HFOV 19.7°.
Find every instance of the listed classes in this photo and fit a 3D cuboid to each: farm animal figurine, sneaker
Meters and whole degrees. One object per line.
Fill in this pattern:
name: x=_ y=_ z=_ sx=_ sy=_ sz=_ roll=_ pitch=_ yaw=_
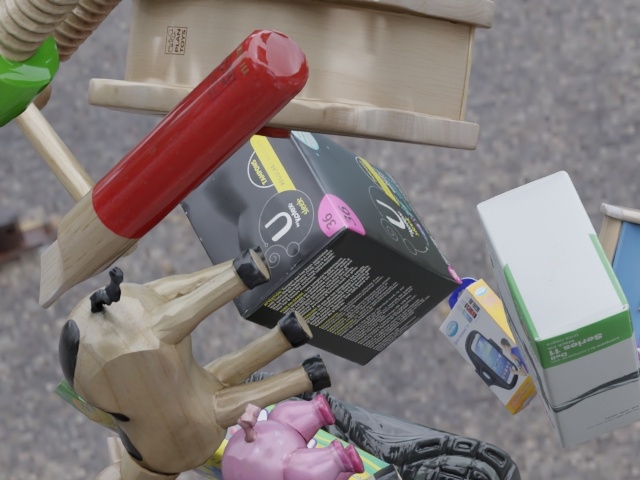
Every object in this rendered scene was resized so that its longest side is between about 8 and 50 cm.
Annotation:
farm animal figurine: x=-0.028 y=0.189 z=0.959 sx=0.172 sy=0.327 sz=0.330 roll=-27 pitch=75 yaw=3
sneaker: x=0.027 y=0.190 z=1.603 sx=0.286 sy=0.109 sz=0.130 roll=20 pitch=-3 yaw=-4

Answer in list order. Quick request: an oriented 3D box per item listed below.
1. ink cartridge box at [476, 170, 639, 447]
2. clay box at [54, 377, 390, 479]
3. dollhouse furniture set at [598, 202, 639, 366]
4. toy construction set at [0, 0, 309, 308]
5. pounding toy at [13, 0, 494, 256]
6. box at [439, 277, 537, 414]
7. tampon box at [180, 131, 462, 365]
ink cartridge box: x=0.212 y=0.065 z=1.603 sx=0.086 sy=0.208 sz=0.153 roll=-21 pitch=55 yaw=1
clay box: x=-0.071 y=0.131 z=1.263 sx=0.053 sy=0.222 sz=0.127 roll=-63 pitch=7 yaw=-16
dollhouse furniture set: x=0.454 y=0.102 z=1.972 sx=0.286 sy=0.198 sz=0.303 roll=9 pitch=9 yaw=-28
toy construction set: x=-0.148 y=-0.116 z=0.657 sx=0.257 sy=0.237 sz=0.309 roll=-2 pitch=60 yaw=-46
pounding toy: x=-0.048 y=-0.065 z=0.974 sx=0.269 sy=0.155 sz=0.154 roll=7 pitch=2 yaw=24
box: x=0.174 y=0.103 z=1.867 sx=0.028 sy=0.081 sz=0.136 roll=-31 pitch=70 yaw=-35
tampon box: x=0.000 y=0.000 z=1.308 sx=0.101 sy=0.161 sz=0.120 roll=-41 pitch=57 yaw=16
